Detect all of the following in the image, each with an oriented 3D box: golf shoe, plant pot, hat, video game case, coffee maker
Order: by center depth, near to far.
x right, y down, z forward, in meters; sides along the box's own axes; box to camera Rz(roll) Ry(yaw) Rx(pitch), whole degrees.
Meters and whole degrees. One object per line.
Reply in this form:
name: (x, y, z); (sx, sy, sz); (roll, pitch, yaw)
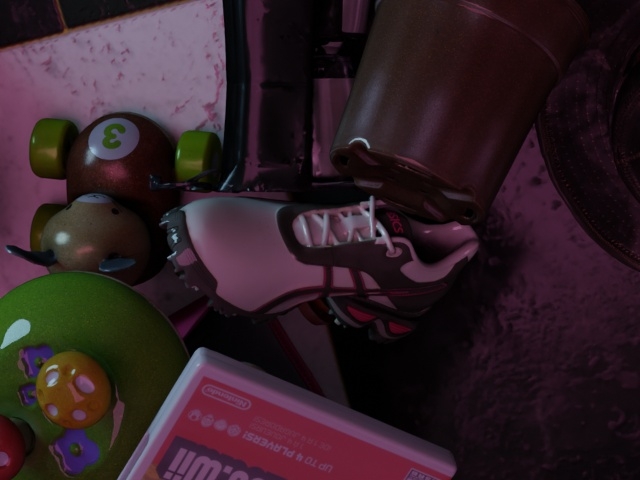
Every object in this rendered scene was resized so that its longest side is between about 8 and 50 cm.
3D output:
video game case: (-0.062, 0.225, 1.306); (0.204, 0.025, 0.285); (24, 114, -18)
plant pot: (0.094, -0.110, 1.363); (0.167, 0.167, 0.165); (22, 76, 6)
hat: (0.318, -0.093, 1.377); (0.331, 0.134, 0.331); (3, 106, 12)
golf shoe: (0.000, 0.000, 1.420); (0.120, 0.273, 0.105); (-39, 57, 35)
coffee maker: (-0.039, -0.127, 1.431); (0.171, 0.120, 0.178); (-4, 95, -30)

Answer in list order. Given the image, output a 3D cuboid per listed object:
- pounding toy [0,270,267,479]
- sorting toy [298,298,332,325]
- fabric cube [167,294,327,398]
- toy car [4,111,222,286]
pounding toy: (-0.166, 0.130, 1.298); (0.237, 0.110, 0.183); (24, 105, 13)
sorting toy: (-0.013, 0.023, 1.524); (0.042, 0.061, 0.102); (-32, 120, 19)
fabric cube: (-0.129, 0.220, 1.507); (0.258, 0.254, 0.259); (-29, 97, 19)
toy car: (-0.178, -0.015, 1.480); (0.155, 0.188, 0.149); (6, 108, 11)
